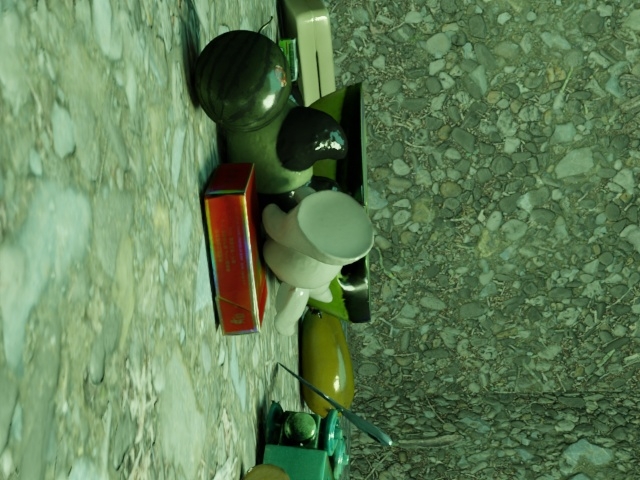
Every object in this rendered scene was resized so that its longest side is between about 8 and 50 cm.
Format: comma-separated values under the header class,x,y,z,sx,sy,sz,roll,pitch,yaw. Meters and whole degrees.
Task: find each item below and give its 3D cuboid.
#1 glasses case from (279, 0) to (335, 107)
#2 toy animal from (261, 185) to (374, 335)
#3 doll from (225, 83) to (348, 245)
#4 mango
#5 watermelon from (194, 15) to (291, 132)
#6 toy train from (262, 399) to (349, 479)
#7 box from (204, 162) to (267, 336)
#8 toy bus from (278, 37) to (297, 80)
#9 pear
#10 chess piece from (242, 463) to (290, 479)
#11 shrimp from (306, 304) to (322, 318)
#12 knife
class,x,y,z,sx,sy,sz,roll,pitch,yaw
glasses case,-0.021,-0.350,1.813,0.131,0.070,0.312,-116,-165,-47
toy animal,-0.027,0.023,1.092,0.103,0.131,0.220,-55,179,-37
doll,-0.052,-0.088,1.135,0.143,0.135,0.234,43,-31,41
mango,0.014,0.253,1.893,0.156,0.114,0.251,35,53,-75
watermelon,-0.078,-0.181,0.942,0.105,0.105,0.133,68,41,-77
toy train,-0.027,0.367,1.358,0.298,0.120,0.194,79,17,-63
box,-0.096,0.009,1.023,0.112,0.048,0.175,-87,173,-69
toy bus,-0.063,-0.347,1.702,0.031,0.037,0.083,-80,168,-68
pear,-0.006,-0.056,1.455,0.399,0.165,0.398,-2,90,-86
chess piece,-0.069,0.353,1.146,0.066,0.066,0.122,-86,177,-52
shrimp,0.007,0.000,1.699,0.178,0.075,0.289,-16,-109,52
knife,0.013,0.253,1.401,0.044,0.019,0.313,45,-12,-33
